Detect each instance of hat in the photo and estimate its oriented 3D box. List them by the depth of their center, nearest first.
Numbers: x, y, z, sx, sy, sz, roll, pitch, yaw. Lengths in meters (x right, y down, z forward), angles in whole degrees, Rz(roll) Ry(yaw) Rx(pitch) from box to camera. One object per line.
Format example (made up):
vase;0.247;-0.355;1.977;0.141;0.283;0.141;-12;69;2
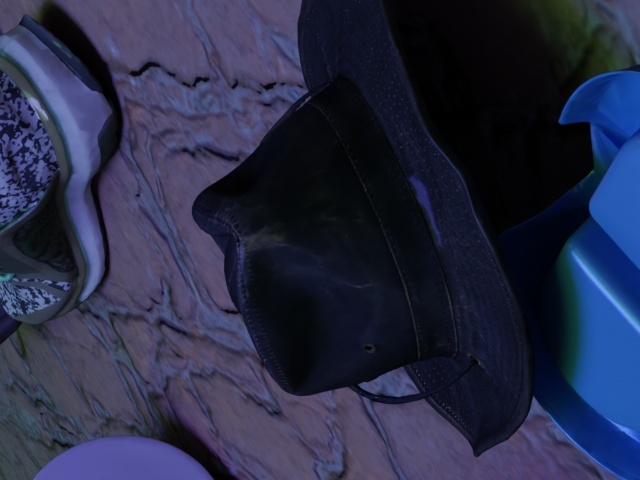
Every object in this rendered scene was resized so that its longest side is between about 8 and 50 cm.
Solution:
hat;0.000;0.000;1.074;0.331;0.134;0.331;161;90;-80

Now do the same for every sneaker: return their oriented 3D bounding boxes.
sneaker;-0.299;-0.031;1.622;0.158;0.182;0.410;49;154;19

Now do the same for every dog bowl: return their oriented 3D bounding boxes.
dog bowl;0.182;0.013;0.918;0.166;0.074;0.297;50;155;17

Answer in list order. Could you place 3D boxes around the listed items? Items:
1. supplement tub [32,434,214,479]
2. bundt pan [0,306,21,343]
supplement tub;-0.194;0.357;1.807;0.235;0.235;0.325;46;153;24
bundt pan;-0.413;-0.016;1.918;0.331;0.124;0.331;42;150;32
